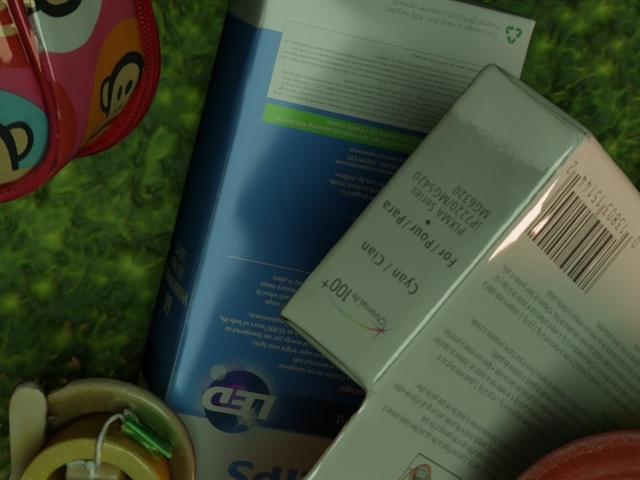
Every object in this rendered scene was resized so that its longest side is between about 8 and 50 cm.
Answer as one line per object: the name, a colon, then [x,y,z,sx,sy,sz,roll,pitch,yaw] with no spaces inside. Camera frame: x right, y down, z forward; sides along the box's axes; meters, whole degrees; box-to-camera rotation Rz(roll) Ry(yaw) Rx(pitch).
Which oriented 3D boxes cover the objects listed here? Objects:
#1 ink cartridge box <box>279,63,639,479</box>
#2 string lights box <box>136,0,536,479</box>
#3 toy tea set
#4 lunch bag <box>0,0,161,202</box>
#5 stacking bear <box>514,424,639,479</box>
ink cartridge box: [0.067,0.089,0.872,0.261,0.066,0.296,-51,147,0]
string lights box: [0.000,0.000,0.913,0.133,0.077,0.260,12,101,-17]
toy tea set: [-0.171,0.141,0.831,0.336,0.124,0.200,24,113,-6]
lunch bag: [-0.224,-0.131,0.733,0.293,0.120,0.258,-6,108,26]
stacking bear: [0.188,0.165,0.892,0.164,0.289,0.175,43,102,20]
